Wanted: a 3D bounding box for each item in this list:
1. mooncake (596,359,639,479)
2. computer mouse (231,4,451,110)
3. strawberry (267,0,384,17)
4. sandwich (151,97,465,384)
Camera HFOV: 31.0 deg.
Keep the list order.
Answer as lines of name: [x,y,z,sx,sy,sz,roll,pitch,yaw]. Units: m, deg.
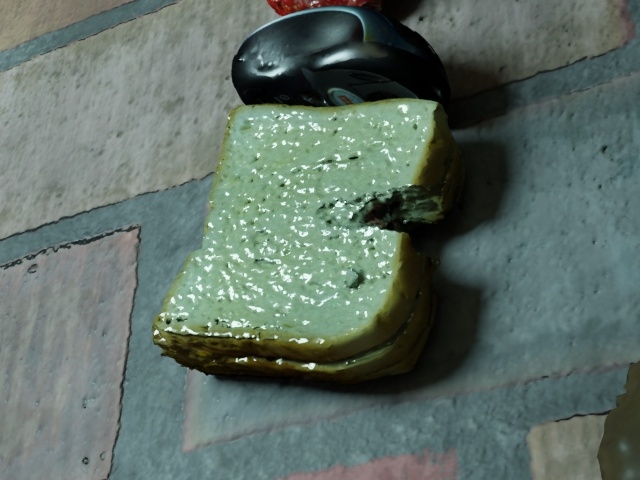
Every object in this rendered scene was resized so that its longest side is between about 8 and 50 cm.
mooncake: [0.335,0.146,0.642,0.324,0.187,0.324,-32,36,27]
computer mouse: [0.021,-0.170,1.129,0.233,0.137,0.096,4,64,34]
strawberry: [-0.002,-0.286,1.240,0.131,0.131,0.148,-31,50,8]
sandwich: [-0.001,-0.001,1.053,0.248,0.095,0.273,0,58,27]
